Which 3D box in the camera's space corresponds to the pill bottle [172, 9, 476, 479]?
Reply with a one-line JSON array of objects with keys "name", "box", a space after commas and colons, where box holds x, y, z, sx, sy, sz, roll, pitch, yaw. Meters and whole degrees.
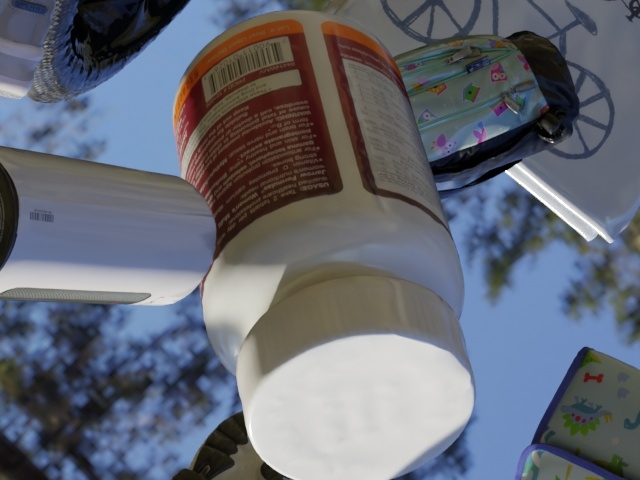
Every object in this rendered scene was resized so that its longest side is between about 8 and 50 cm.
[{"name": "pill bottle", "box": [0.000, 0.000, 0.846, 0.121, 0.121, 0.221, -31, -139, 17]}]

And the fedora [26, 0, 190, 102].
[{"name": "fedora", "box": [-0.157, -0.252, 1.234, 0.334, 0.152, 0.334, -55, 173, -10]}]

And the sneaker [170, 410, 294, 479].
[{"name": "sneaker", "box": [-0.101, 0.254, 1.439, 0.107, 0.118, 0.279, 30, -135, 28]}]

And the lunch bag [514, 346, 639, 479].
[{"name": "lunch bag", "box": [0.209, 0.168, 1.243, 0.129, 0.096, 0.151, 24, -100, 32]}]

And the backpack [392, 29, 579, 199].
[{"name": "backpack", "box": [0.094, -0.097, 1.397, 0.182, 0.115, 0.152, -19, 173, -9]}]

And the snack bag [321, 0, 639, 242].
[{"name": "snack bag", "box": [0.218, -0.223, 1.579, 0.342, 0.323, 0.037, -54, -173, -14]}]

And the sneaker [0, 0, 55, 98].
[{"name": "sneaker", "box": [-0.237, -0.198, 1.086, 0.281, 0.105, 0.115, 41, -73, 31]}]

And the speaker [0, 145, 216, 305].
[{"name": "speaker", "box": [-0.093, -0.004, 0.661, 0.055, 0.055, 0.136, -28, 166, 21]}]
